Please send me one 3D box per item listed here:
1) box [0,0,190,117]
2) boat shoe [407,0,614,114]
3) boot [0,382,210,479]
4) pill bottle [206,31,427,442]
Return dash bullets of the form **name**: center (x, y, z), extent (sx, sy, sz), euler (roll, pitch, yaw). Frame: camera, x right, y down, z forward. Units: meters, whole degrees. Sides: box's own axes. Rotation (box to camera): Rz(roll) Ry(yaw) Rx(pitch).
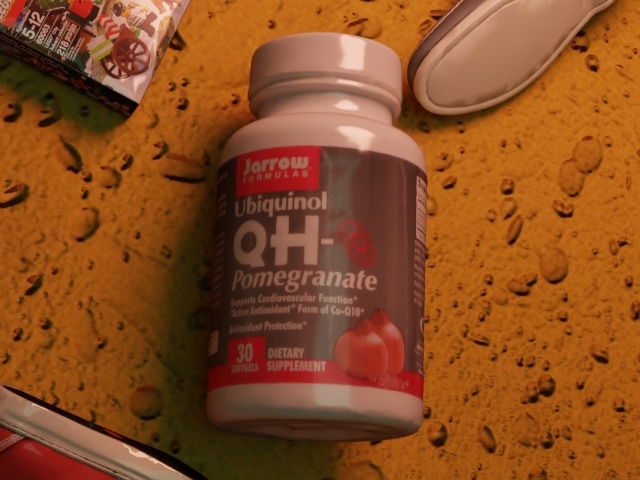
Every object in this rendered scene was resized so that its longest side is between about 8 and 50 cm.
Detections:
- **box**: center (-0.185, -0.244, 1.216), extent (0.159, 0.044, 0.233), euler (27, 69, -13)
- **boat shoe**: center (0.190, -0.235, 1.348), extent (0.319, 0.116, 0.099), euler (-39, 50, -18)
- **boot**: center (-0.182, 0.238, 1.090), extent (0.244, 0.088, 0.176), euler (27, 84, -21)
- **pill bottle**: center (0.000, 0.000, 1.156), extent (0.176, 0.176, 0.318), euler (7, 75, -19)
